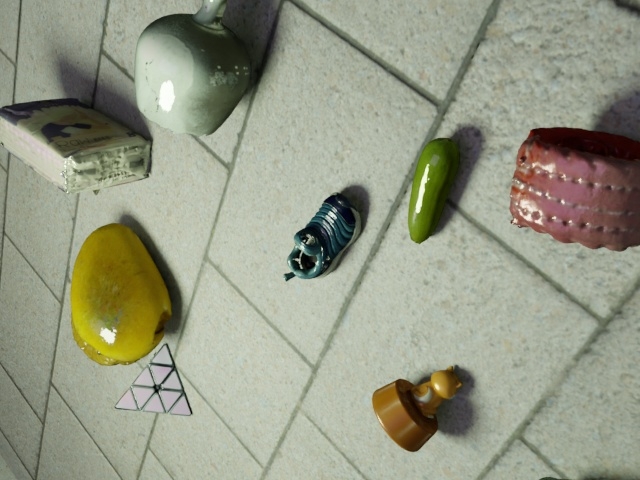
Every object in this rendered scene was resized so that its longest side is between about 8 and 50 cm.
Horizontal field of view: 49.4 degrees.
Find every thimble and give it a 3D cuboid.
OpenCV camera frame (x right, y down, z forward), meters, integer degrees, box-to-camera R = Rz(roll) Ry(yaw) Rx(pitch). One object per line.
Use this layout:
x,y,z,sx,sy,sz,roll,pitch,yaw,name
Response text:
0.356,-0.071,0.923,0.189,0.163,0.125,17,116,24,thimble

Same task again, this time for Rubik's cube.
-0.441,0.442,1.896,0.178,0.190,0.211,36,133,8,Rubik's cube

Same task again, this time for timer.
0.191,0.287,1.261,0.152,0.132,0.132,-41,74,19,timer

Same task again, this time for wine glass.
-0.234,-0.378,1.336,0.238,0.238,0.323,41,120,26,wine glass

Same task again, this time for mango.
-0.519,0.131,1.792,0.253,0.182,0.365,-14,81,4,mango

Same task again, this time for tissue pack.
-0.611,-0.241,1.730,0.343,0.242,0.125,31,123,32,tissue pack

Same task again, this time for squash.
0.183,-0.080,1.158,0.066,0.066,0.201,35,132,30,squash

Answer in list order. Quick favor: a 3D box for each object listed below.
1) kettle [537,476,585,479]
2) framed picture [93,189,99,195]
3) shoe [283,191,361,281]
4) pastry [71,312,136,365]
0.483,0.456,0.998,0.318,0.265,0.205,-16,62,45,kettle
-0.636,-0.179,1.942,0.089,0.006,0.066,57,135,12,framed picture
0.000,0.000,1.331,0.091,0.106,0.207,44,125,21,shoe
-0.599,0.247,1.971,0.235,0.132,0.240,45,132,24,pastry
